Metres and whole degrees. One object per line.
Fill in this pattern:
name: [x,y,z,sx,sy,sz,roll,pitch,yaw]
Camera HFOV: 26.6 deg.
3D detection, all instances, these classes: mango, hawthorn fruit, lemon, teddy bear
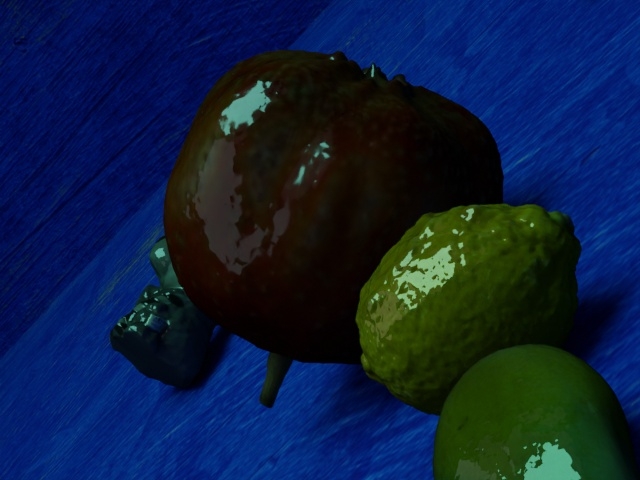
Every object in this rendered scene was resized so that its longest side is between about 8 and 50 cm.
mango: [0.129,0.131,0.798,0.130,0.092,0.195,-48,23,-1]
hawthorn fruit: [0.000,0.000,1.201,0.287,0.287,0.330,-109,37,-74]
lemon: [0.108,0.045,0.965,0.187,0.142,0.142,-42,16,18]
teddy bear: [-0.179,0.078,1.770,0.251,0.144,0.171,-56,1,-37]
